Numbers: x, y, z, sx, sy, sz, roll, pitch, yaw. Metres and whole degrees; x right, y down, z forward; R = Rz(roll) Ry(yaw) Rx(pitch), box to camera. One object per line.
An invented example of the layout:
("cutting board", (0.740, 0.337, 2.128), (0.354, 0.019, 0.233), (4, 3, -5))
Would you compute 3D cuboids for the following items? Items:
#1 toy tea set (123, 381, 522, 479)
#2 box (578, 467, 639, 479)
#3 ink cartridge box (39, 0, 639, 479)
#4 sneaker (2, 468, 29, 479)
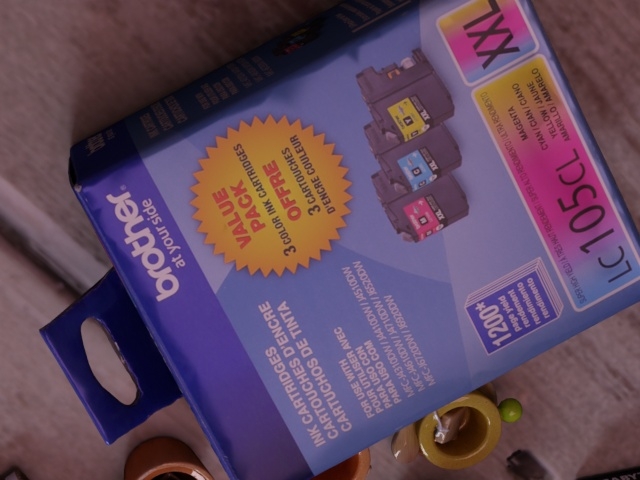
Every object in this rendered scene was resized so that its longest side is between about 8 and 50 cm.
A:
("toy tea set", (0.009, 0.224, 1.432), (0.336, 0.124, 0.200), (-10, 115, -11))
("box", (0.309, 0.297, 1.585), (0.175, 0.051, 0.220), (-10, 115, -11))
("ink cartridge box", (0.000, 0.000, 1.297), (0.395, 0.151, 0.270), (-28, 105, -1))
("sneaker", (-0.229, 0.240, 1.421), (0.067, 0.042, 0.118), (-33, 109, -4))
